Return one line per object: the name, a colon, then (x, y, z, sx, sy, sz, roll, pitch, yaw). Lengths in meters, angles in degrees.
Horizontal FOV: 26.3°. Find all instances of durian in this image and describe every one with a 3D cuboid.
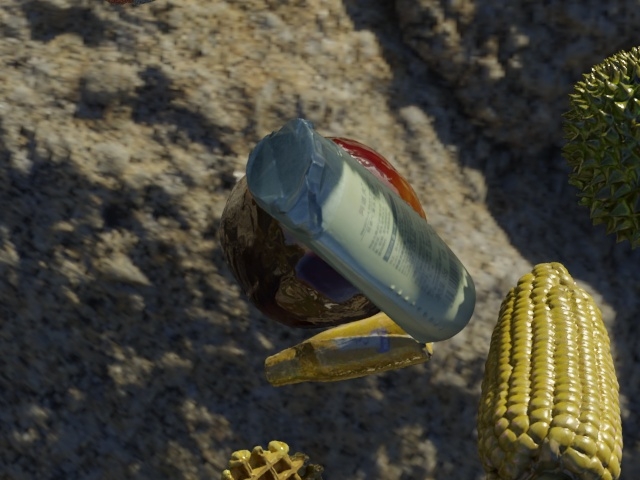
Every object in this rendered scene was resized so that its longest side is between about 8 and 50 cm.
durian: (0.257, -0.059, 0.901, 0.198, 0.159, 0.146, 7, 103, 12)

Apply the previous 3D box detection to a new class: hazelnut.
hazelnut: (0.000, 0.000, 1.496, 0.229, 0.229, 0.229, -5, 101, -29)

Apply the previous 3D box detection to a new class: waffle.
waffle: (-0.066, 0.341, 1.708, 0.191, 0.038, 0.191, 2, 87, -31)

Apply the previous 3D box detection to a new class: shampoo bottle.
shampoo bottle: (0.031, 0.000, 0.825, 0.212, 0.049, 0.072, 40, 52, -49)

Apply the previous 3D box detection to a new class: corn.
corn: (0.213, 0.139, 1.268, 0.130, 0.347, 0.130, 4, 123, 7)

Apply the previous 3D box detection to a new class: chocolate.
chocolate: (0.033, 0.146, 1.750, 0.219, 0.085, 0.085, -18, 111, 13)

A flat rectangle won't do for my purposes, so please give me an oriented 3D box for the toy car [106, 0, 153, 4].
toy car: (-0.232, -0.360, 1.374, 0.212, 0.270, 0.180, -12, 64, -23)
